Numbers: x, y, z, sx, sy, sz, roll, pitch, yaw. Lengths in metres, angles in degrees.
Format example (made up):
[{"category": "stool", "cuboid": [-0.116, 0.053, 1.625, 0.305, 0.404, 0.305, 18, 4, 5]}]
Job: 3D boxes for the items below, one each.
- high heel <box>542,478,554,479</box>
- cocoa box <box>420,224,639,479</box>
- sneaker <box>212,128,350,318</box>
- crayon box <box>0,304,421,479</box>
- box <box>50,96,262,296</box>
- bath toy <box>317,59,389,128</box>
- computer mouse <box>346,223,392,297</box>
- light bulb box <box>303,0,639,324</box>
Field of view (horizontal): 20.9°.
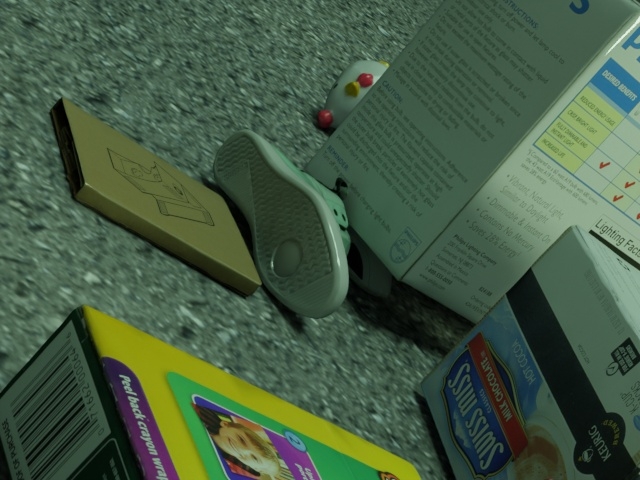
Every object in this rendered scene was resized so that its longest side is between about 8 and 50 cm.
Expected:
[{"category": "high heel", "cuboid": [0.194, 0.299, 1.317, 0.082, 0.117, 0.244, 28, 21, -41]}, {"category": "cocoa box", "cuboid": [0.272, 0.197, 1.565, 0.231, 0.228, 0.347, 36, 17, -24]}, {"category": "sneaker", "cuboid": [0.000, -0.001, 1.703, 0.151, 0.094, 0.256, 31, 20, -41]}, {"category": "crayon box", "cuboid": [-0.012, 0.236, 1.027, 0.313, 0.106, 0.363, 31, 20, -37]}, {"category": "box", "cuboid": [-0.152, -0.040, 1.582, 0.201, 0.021, 0.164, 31, 19, -31]}, {"category": "bath toy", "cuboid": [0.126, -0.099, 2.220, 0.129, 0.151, 0.348, -26, 62, -35]}, {"category": "computer mouse", "cuboid": [0.027, -0.014, 1.892, 0.106, 0.042, 0.193, 21, 26, -54]}, {"category": "light bulb box", "cuboid": [0.247, -0.091, 1.880, 0.358, 0.361, 0.225, 30, 15, -46]}]
